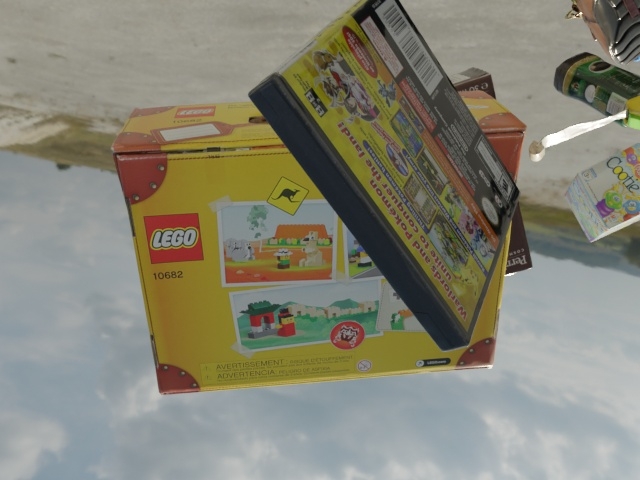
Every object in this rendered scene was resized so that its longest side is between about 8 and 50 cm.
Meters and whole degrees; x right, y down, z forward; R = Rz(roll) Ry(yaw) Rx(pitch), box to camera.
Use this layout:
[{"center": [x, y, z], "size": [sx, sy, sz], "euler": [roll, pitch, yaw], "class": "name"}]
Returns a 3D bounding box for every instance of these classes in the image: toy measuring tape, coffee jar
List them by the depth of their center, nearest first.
[{"center": [0.489, -0.154, 0.932], "size": [0.330, 0.122, 0.121], "euler": [-21, 176, 16], "class": "toy measuring tape"}, {"center": [0.543, -0.293, 1.200], "size": [0.096, 0.079, 0.184], "euler": [-25, -134, -18], "class": "coffee jar"}]

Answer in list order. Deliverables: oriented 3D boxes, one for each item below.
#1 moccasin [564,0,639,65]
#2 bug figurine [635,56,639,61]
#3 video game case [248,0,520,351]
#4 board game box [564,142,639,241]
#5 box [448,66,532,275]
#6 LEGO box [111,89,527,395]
[{"center": [0.595, -0.506, 1.317], "size": [0.380, 0.139, 0.147], "euler": [24, -152, -41], "class": "moccasin"}, {"center": [1.026, -0.660, 1.859], "size": [0.072, 0.279, 0.216], "euler": [26, 179, -5], "class": "bug figurine"}, {"center": [0.084, -0.081, 0.581], "size": [0.035, 0.275, 0.248], "euler": [-23, -159, 40], "class": "video game case"}, {"center": [0.675, -0.101, 1.448], "size": [0.142, 0.144, 0.275], "euler": [-27, 167, 11], "class": "board game box"}, {"center": [0.255, -0.109, 1.188], "size": [0.191, 0.382, 0.143], "euler": [-18, -161, 4], "class": "box"}, {"center": [0.000, 0.000, 0.896], "size": [0.499, 0.373, 0.193], "euler": [-3, -152, -5], "class": "LEGO box"}]
